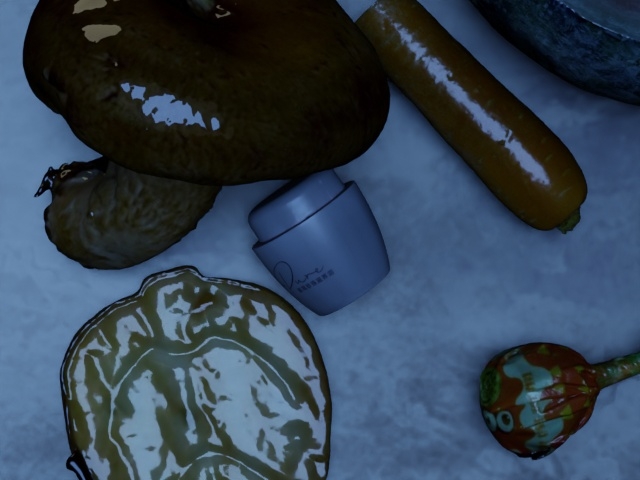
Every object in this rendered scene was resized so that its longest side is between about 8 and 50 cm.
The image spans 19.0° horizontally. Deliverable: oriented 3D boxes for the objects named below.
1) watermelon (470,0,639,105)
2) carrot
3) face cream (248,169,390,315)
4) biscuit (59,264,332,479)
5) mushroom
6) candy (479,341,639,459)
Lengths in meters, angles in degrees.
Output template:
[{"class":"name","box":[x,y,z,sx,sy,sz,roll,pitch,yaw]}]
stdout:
[{"class":"watermelon","box":[0.196,-0.228,1.433,0.226,0.148,0.318,-29,74,-21]},{"class":"carrot","box":[0.116,-0.094,1.433,0.067,0.067,0.225,-44,88,-4]},{"class":"face cream","box":[0.000,0.000,1.410,0.091,0.091,0.095,-34,97,-4]},{"class":"biscuit","box":[-0.089,0.148,1.425,0.203,0.041,0.260,-12,88,-6]},{"class":"mushroom","box":[-0.077,-0.101,1.354,0.267,0.254,0.267,-2,51,3]},{"class":"candy","box":[0.255,0.090,1.436,0.288,0.078,0.084,-16,85,-11]}]
